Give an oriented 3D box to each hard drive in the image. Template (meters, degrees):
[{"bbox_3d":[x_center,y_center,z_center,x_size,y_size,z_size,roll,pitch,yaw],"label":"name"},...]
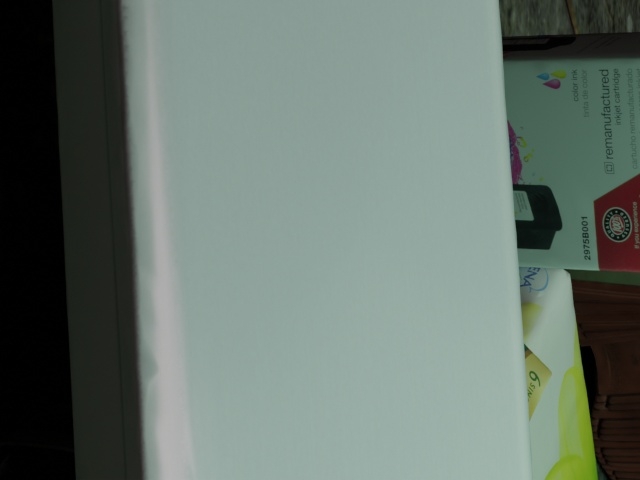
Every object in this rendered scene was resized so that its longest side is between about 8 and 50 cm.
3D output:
[{"bbox_3d":[0.000,0.000,0.600,0.233,0.047,0.353,4,80,-50],"label":"hard drive"}]

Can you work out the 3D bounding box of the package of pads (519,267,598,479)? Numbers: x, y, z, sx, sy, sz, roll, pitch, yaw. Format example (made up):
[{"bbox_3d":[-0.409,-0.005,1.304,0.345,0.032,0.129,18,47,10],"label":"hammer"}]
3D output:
[{"bbox_3d":[0.073,0.166,0.900,0.296,0.101,0.229,-51,136,-52],"label":"package of pads"}]

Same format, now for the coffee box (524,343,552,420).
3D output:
[{"bbox_3d":[0.027,0.040,0.762,0.184,0.040,0.113,47,38,-7],"label":"coffee box"}]

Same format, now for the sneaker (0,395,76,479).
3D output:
[{"bbox_3d":[-0.058,0.051,0.621,0.147,0.105,0.295,13,84,-68],"label":"sneaker"}]

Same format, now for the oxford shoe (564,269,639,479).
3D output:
[{"bbox_3d":[0.286,0.091,1.309,0.130,0.123,0.348,-68,148,-46],"label":"oxford shoe"}]

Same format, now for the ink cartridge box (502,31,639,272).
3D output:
[{"bbox_3d":[0.125,-0.052,0.913,0.072,0.175,0.127,-32,119,-56],"label":"ink cartridge box"}]
